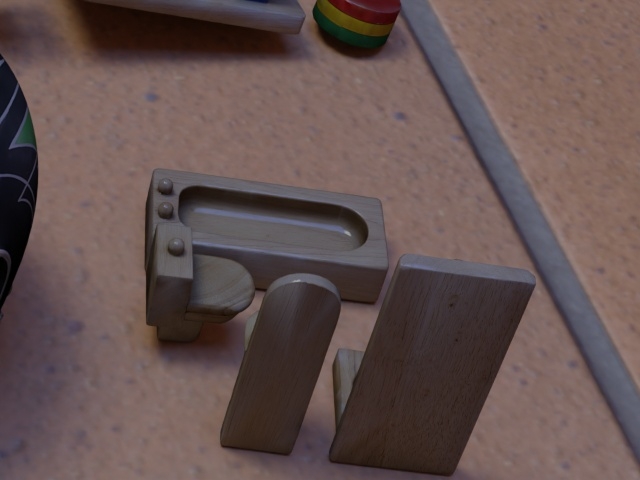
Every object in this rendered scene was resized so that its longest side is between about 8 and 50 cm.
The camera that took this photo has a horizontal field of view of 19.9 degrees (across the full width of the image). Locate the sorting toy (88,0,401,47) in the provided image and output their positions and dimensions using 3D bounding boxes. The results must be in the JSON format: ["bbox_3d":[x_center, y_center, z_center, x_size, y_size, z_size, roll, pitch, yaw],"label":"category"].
[{"bbox_3d":[-0.090,-0.176,0.995,0.274,0.046,0.132,6,35,-28],"label":"sorting toy"}]

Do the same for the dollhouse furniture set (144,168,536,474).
[{"bbox_3d":[0.000,0.000,0.814,0.144,0.123,0.151,8,43,-11],"label":"dollhouse furniture set"}]

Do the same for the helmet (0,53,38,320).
[{"bbox_3d":[-0.193,-0.027,0.749,0.169,0.161,0.169,9,43,-9],"label":"helmet"}]
